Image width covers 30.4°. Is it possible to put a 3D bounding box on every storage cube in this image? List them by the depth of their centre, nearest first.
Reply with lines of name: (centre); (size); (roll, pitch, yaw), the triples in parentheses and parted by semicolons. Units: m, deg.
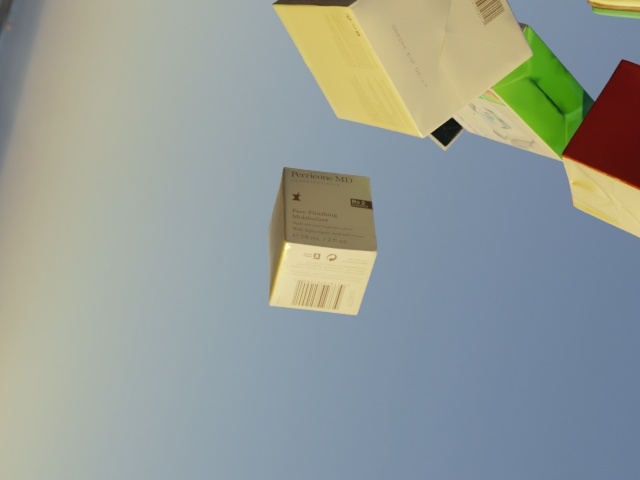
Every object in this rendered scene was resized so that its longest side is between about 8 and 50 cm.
storage cube: (0.512, -0.132, 1.846); (0.193, 0.215, 0.184); (-56, 153, -12)

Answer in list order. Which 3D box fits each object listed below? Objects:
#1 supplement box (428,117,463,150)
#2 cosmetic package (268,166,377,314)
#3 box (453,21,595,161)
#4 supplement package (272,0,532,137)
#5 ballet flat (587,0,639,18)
supplement box: (0.249, -0.237, 2.448); (0.056, 0.083, 0.083); (-47, 174, 3)
cosmetic package: (0.000, 0.000, 1.918); (0.184, 0.151, 0.151); (-94, -166, -46)
box: (0.294, -0.268, 1.973); (0.231, 0.262, 0.127); (24, -97, 44)
supplement package: (0.104, -0.286, 1.582); (0.198, 0.199, 0.262); (-37, -157, -12)
ballet flat: (0.507, -0.305, 1.326); (0.139, 0.400, 0.139); (8, 90, -75)
